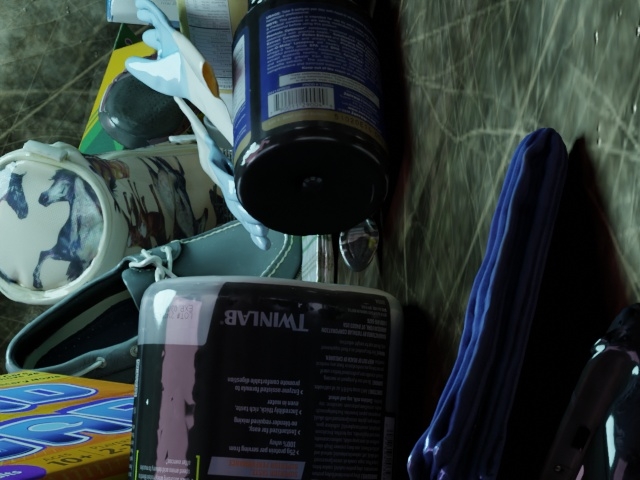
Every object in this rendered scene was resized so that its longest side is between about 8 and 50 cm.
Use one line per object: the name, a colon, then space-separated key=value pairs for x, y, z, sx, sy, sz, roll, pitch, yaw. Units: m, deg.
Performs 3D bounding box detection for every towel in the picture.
towel: x=0.000 y=0.000 z=1.771 sx=0.113 sy=0.023 sz=0.152 roll=134 pitch=137 yaw=-80
towel: x=0.061 y=0.125 z=1.044 sx=0.336 sy=0.040 sz=0.243 roll=104 pitch=-176 yaw=-49

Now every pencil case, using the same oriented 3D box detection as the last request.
pencil case: x=-0.204 y=-0.032 z=2.067 sx=0.410 sy=0.160 sz=0.183 roll=-10 pitch=-74 yaw=-66

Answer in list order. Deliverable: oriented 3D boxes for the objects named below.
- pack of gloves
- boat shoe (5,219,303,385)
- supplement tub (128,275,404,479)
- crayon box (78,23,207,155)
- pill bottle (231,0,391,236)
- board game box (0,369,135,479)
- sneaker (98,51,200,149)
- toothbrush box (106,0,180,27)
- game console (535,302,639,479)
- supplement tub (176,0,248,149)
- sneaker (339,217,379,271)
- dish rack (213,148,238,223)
pack of gloves: x=-0.115 y=-0.096 z=1.652 sx=0.232 sy=0.046 sz=0.195 roll=-130 pitch=19 yaw=-60
boat shoe: x=-0.154 y=0.062 z=1.832 sx=0.116 sy=0.319 sz=0.099 roll=62 pitch=-176 yaw=34
supplement tub: x=-0.042 y=0.188 z=1.377 sx=0.193 sy=0.194 sz=0.316 roll=153 pitch=122 yaw=-80
crayon box: x=-0.197 y=-0.102 z=2.386 sx=0.203 sy=0.083 sz=0.323 roll=49 pitch=-140 yaw=-38
pill bottle: x=-0.010 y=-0.121 z=1.539 sx=0.123 sy=0.123 sz=0.219 roll=104 pitch=167 yaw=-49
board game box: x=-0.251 y=0.318 z=1.566 sx=0.356 sy=0.356 sz=0.356 roll=4 pitch=98 yaw=41
sneaker: x=-0.149 y=-0.229 z=2.268 sx=0.281 sy=0.106 sz=0.162 roll=-46 pitch=-10 yaw=-45
toothbrush box: x=-0.109 y=-0.303 z=1.961 sx=0.295 sy=0.216 sz=0.126 roll=-111 pitch=27 yaw=-68
game console: x=0.109 y=0.179 z=0.896 sx=0.361 sy=0.044 sz=0.213 roll=102 pitch=168 yaw=-50
supplement tub: x=-0.053 y=-0.192 z=1.714 sx=0.144 sy=0.144 sz=0.199 roll=-110 pitch=12 yaw=-69
sneaker: x=0.032 y=-0.005 z=1.540 sx=0.035 sy=0.031 sz=0.083 roll=83 pitch=-173 yaw=-50
dish rack: x=-0.068 y=-0.090 z=1.970 sx=0.208 sy=0.074 sz=0.271 roll=-122 pitch=30 yaw=-73
